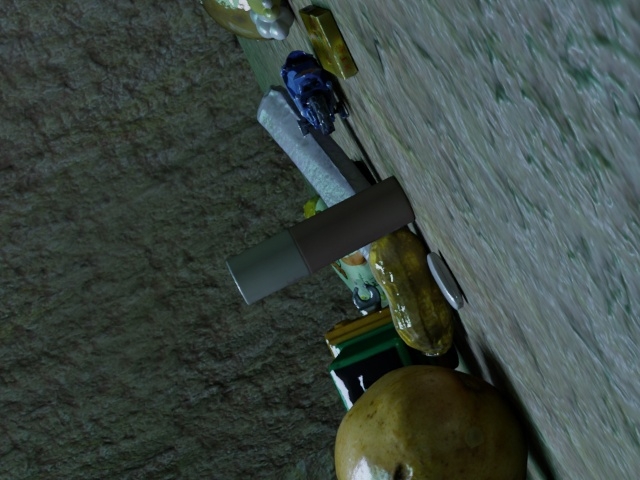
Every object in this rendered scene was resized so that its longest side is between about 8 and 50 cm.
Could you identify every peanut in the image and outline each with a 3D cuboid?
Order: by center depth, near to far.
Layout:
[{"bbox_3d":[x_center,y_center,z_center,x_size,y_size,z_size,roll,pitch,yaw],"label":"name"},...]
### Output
[{"bbox_3d":[0.129,0.072,1.885,0.207,0.087,0.087,65,177,-23],"label":"peanut"}]

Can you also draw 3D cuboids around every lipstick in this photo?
[{"bbox_3d":[0.000,0.000,1.815,0.070,0.254,0.070,63,178,5],"label":"lipstick"}]

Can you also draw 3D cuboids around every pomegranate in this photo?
[{"bbox_3d":[0.148,0.288,1.794,0.260,0.260,0.260,63,178,4],"label":"pomegranate"}]

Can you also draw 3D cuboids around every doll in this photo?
[{"bbox_3d":[-0.084,-0.365,1.999,0.162,0.062,0.106,68,178,-63],"label":"doll"}]

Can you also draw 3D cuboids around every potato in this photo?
[{"bbox_3d":[-0.160,-0.445,2.285,0.299,0.116,0.239,63,-177,35],"label":"potato"}]

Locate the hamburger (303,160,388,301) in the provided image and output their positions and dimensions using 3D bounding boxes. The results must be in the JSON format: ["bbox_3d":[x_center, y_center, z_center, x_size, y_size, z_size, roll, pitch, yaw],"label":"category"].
[{"bbox_3d":[0.047,-0.016,2.151,0.235,0.125,0.214,46,159,30],"label":"hamburger"}]

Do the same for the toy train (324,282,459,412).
[{"bbox_3d":[0.141,0.269,2.033,0.429,0.178,0.249,66,-166,-1],"label":"toy train"}]

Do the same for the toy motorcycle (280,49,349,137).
[{"bbox_3d":[-0.015,-0.222,1.977,0.205,0.076,0.114,-114,1,-72],"label":"toy motorcycle"}]

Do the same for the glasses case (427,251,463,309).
[{"bbox_3d":[0.161,0.052,1.729,0.083,0.021,0.032,62,175,25],"label":"glasses case"}]

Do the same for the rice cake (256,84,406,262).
[{"bbox_3d":[0.018,-0.100,2.033,0.056,0.073,0.365,-5,-131,-49],"label":"rice cake"}]

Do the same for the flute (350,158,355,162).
[{"bbox_3d":[0.096,-0.029,2.227,0.233,0.027,0.027,63,178,-8],"label":"flute"}]

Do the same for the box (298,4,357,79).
[{"bbox_3d":[0.008,-0.252,1.698,0.089,0.022,0.156,63,178,-17],"label":"box"}]
